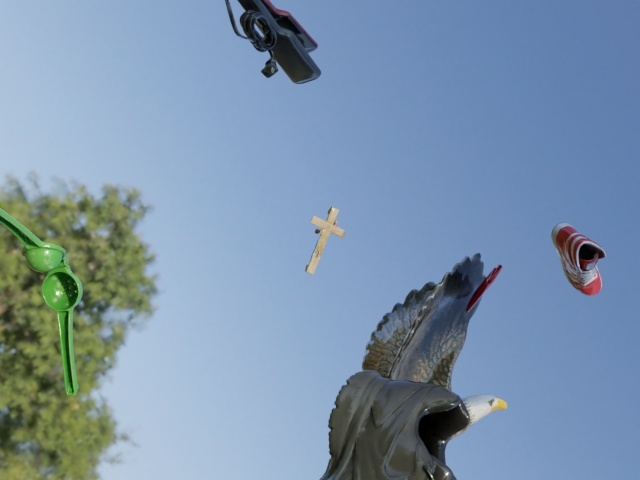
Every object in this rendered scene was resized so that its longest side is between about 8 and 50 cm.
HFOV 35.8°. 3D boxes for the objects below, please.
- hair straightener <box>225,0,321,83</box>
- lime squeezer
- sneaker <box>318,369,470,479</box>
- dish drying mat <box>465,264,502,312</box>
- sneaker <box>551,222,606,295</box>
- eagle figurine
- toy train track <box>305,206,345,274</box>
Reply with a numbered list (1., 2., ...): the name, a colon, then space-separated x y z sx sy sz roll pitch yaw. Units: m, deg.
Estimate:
1. hair straightener: -0.052 -0.231 1.110 0.230 0.047 0.089 46 34 -65
2. lime squeezer: -0.371 0.055 1.317 0.059 0.110 0.310 4 -53 24
3. sneaker: 0.053 0.241 0.885 0.130 0.286 0.109 -2 -38 31
4. dish drying mat: 0.182 0.054 1.109 0.008 0.032 0.083 32 -25 5
5. sneaker: 0.335 0.035 1.245 0.118 0.042 0.067 54 -3 -28
6. eagle figurine: 0.126 0.183 1.194 0.226 0.225 0.298 -15 -100 35
7. toy train track: 0.000 0.000 1.173 0.048 0.083 0.014 26 -9 -27
